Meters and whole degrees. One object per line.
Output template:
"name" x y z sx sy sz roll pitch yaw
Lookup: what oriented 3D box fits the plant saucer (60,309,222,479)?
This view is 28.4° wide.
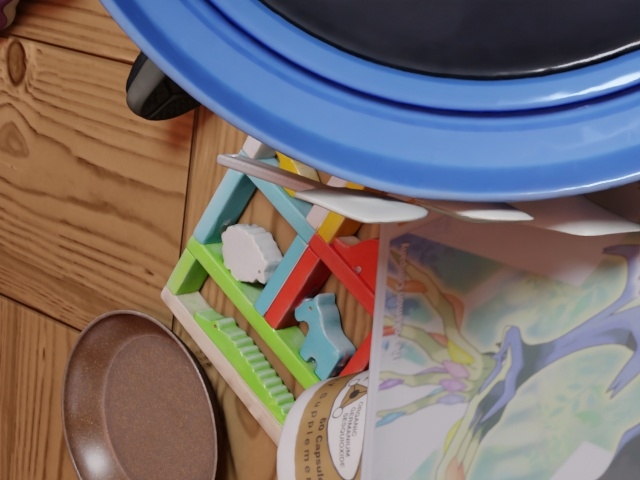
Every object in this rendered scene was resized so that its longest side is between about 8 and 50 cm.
"plant saucer" -0.146 0.155 1.077 0.198 0.036 0.199 7 100 40

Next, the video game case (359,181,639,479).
"video game case" 0.147 0.052 0.666 0.300 0.036 0.329 -25 42 34

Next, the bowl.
"bowl" 0.077 -0.193 0.512 0.391 0.391 0.077 -50 20 33

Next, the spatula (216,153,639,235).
"spatula" 0.047 -0.028 0.708 0.242 0.168 0.019 -157 66 -64

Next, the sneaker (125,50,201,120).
"sneaker" -0.090 -0.201 0.953 0.130 0.087 0.227 52 122 26

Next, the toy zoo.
"toy zoo" 0.000 0.000 0.933 0.192 0.030 0.293 49 124 25

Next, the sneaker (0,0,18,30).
"sneaker" -0.300 -0.275 1.128 0.305 0.114 0.152 -15 72 37

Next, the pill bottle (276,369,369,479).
"pill bottle" 0.094 0.134 0.802 0.229 0.131 0.131 -18 84 41
